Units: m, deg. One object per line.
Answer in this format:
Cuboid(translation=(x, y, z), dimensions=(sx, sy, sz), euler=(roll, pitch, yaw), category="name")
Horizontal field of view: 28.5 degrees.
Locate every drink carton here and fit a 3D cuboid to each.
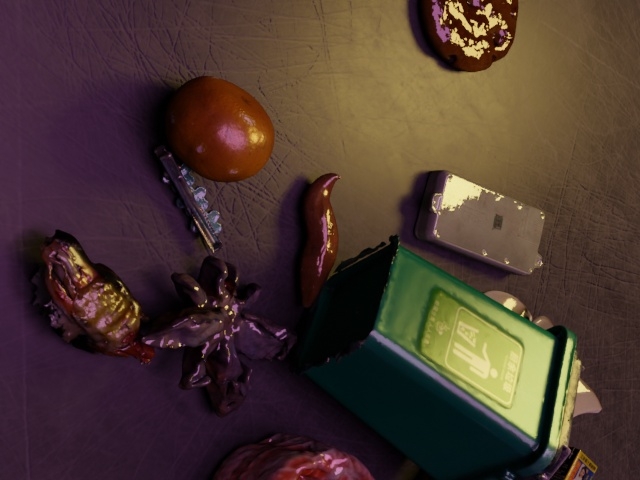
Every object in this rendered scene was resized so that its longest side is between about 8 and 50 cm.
Cuboid(translation=(0.417, 0.446, 2.214), dimensions=(0.071, 0.056, 0.165), euler=(45, 68, -39), category="drink carton")

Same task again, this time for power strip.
Cuboid(translation=(0.267, -0.026, 2.064), dimensions=(0.270, 0.046, 0.117), euler=(19, 81, -35), category="power strip")

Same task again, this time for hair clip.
Cuboid(translation=(-0.178, -0.061, 1.738), dimensions=(0.049, 0.049, 0.172), euler=(-42, 122, -26), category="hair clip")
Cuboid(translation=(0.347, 0.215, 2.117), dimensions=(0.172, 0.113, 0.282), euler=(-39, 121, -27), category="hair clip")

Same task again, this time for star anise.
Cuboid(translation=(-0.131, 0.129, 1.743), dimensions=(0.257, 0.111, 0.198), euler=(54, 52, -41), category="star anise")

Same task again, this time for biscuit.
Cuboid(translation=(0.243, -0.377, 2.020), dimensions=(0.212, 0.036, 0.212), euler=(-3, 95, -37), category="biscuit")

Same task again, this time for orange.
Cuboid(translation=(-0.138, -0.145, 1.695), dimensions=(0.156, 0.156, 0.124), euler=(25, 118, -35), category="orange")

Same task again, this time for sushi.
Cuboid(translation=(-0.300, 0.091, 1.633), dimensions=(0.226, 0.103, 0.097), euler=(50, 36, -27), category="sushi")

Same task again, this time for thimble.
Cuboid(translation=(-0.038, 0.399, 1.809), dimensions=(0.239, 0.162, 0.239), euler=(-5, 98, -36), category="thimble")

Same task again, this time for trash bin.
Cuboid(translation=(0.164, 0.194, 1.870), dimensions=(0.381, 0.295, 0.259), euler=(36, 51, -20), category="trash bin")

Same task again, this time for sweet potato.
Cuboid(translation=(-0.002, 0.000, 1.867), dimensions=(0.058, 0.055, 0.202), euler=(8, 87, -71), category="sweet potato")

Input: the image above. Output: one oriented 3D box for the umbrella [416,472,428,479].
Cuboid(translation=(0.199, 0.399, 2.028), dimensions=(0.090, 0.094, 0.326), euler=(49, 65, -13), category="umbrella")
